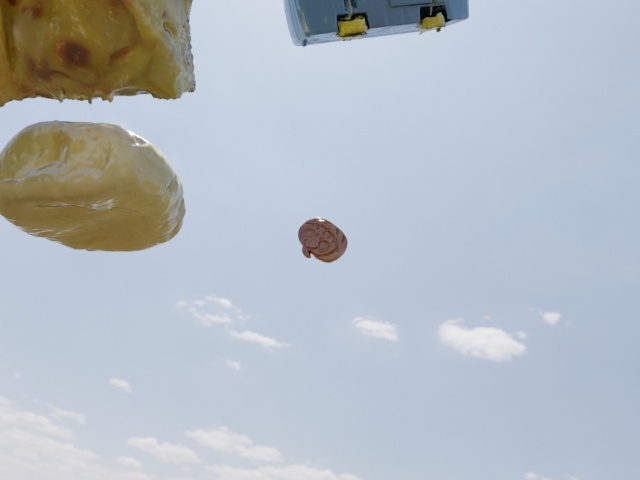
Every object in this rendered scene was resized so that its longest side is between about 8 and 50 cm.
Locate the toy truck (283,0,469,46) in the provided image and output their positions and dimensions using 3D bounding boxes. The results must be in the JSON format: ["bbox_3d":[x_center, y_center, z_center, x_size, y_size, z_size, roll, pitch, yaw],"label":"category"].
[{"bbox_3d":[0.110,-0.476,0.897,0.162,0.384,0.161,23,-53,63],"label":"toy truck"}]

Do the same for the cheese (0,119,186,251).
[{"bbox_3d":[-0.296,-0.057,0.607,0.225,0.117,0.214,0,-26,5],"label":"cheese"}]

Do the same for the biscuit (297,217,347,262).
[{"bbox_3d":[0.000,0.000,0.757,0.091,0.078,0.015,37,-26,25],"label":"biscuit"}]

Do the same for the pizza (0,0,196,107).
[{"bbox_3d":[-0.203,-0.204,0.361,0.188,0.081,0.204,5,-66,-2],"label":"pizza"}]
